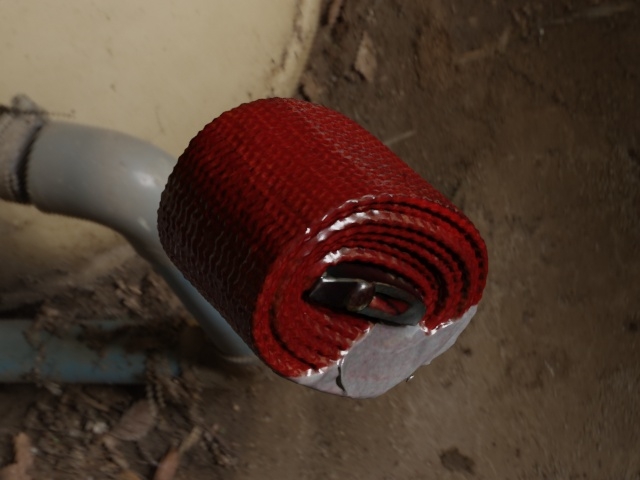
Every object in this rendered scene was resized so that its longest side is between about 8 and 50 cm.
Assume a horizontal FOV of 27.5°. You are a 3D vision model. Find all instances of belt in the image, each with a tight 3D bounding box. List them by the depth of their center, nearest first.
[{"bbox_3d":[0.000,0.000,0.728,0.128,0.201,0.124,-52,55,9],"label":"belt"}]
